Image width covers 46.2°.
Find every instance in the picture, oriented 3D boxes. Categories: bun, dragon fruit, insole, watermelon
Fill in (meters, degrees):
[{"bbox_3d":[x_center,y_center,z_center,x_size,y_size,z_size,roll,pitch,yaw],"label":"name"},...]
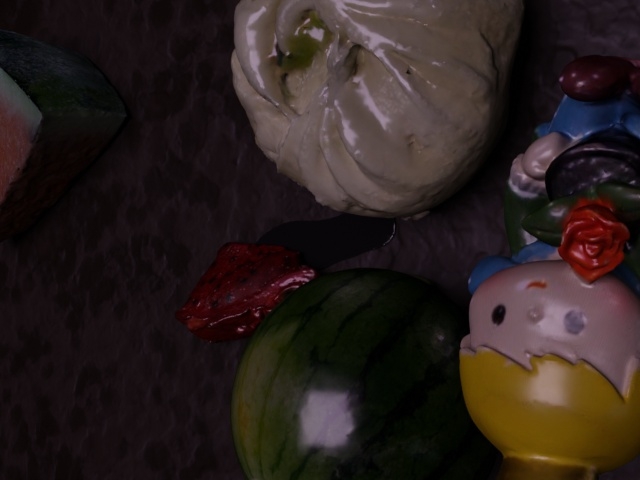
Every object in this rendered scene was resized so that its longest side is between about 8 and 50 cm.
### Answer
[{"bbox_3d":[0.031,-0.144,0.563,0.259,0.160,0.259,-6,80,34],"label":"bun"},{"bbox_3d":[-0.065,0.052,0.667,0.131,0.063,0.097,4,92,35],"label":"dragon fruit"},{"bbox_3d":[0.000,0.000,0.665,0.153,0.002,0.053,-19,76,33],"label":"insole"},{"bbox_3d":[0.039,0.108,0.528,0.188,0.214,0.188,31,148,22],"label":"watermelon"},{"bbox_3d":[-0.359,-0.108,0.863,0.193,0.140,0.256,47,121,23],"label":"watermelon"}]

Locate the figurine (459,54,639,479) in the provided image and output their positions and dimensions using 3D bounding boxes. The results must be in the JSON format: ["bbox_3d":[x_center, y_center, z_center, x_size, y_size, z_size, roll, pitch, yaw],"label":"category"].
[{"bbox_3d":[0.144,0.026,0.412,0.127,0.185,0.234,24,59,16],"label":"figurine"}]
